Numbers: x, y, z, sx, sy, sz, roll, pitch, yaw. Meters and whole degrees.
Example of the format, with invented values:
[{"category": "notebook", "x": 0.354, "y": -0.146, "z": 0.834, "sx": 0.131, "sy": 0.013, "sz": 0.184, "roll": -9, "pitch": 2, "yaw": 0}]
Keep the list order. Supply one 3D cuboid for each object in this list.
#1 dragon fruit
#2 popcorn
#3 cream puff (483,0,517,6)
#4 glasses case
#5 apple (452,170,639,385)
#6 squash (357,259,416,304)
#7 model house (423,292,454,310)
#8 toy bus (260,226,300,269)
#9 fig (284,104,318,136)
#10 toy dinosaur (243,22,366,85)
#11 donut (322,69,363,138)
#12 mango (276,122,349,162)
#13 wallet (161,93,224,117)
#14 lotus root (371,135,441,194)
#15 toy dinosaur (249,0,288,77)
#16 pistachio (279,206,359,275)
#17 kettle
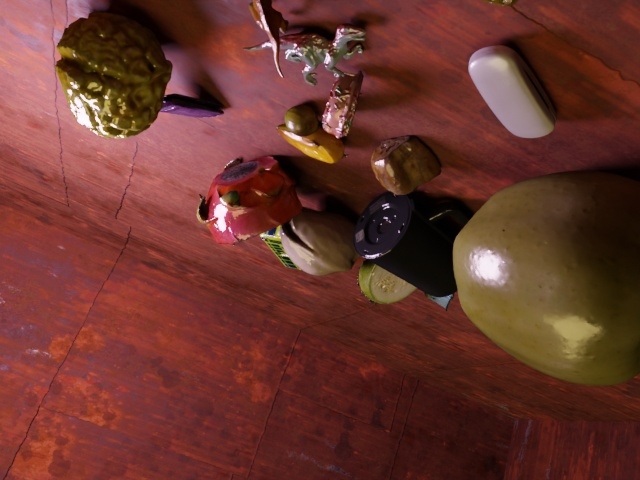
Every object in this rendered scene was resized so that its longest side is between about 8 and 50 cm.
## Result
[{"category": "dragon fruit", "x": -0.202, "y": -0.120, "z": 1.651, "sx": 0.291, "sy": 0.291, "sz": 0.189, "roll": -4, "pitch": 118, "yaw": 44}, {"category": "popcorn", "x": -0.459, "y": -0.362, "z": 1.311, "sx": 0.258, "sy": 0.224, "sz": 0.270, "roll": -21, "pitch": 100, "yaw": 52}, {"category": "cream puff", "x": 0.265, "y": -0.386, "z": 0.897, "sx": 0.083, "sy": 0.083, "sz": 0.058, "roll": 24, "pitch": 115, "yaw": 16}, {"category": "glasses case", "x": 0.353, "y": -0.266, "z": 1.093, "sx": 0.092, "sy": 0.059, "sz": 0.233, "roll": -3, "pitch": 150, "yaw": 46}, {"category": "apple", "x": 0.521, "y": 0.068, "z": 1.259, "sx": 0.474, "sy": 0.473, "sz": 0.473, "roll": 16, "pitch": 158, "yaw": 7}, {"category": "squash", "x": 0.246, "y": 0.096, "z": 1.864, "sx": 0.189, "sy": 0.189, "sz": 0.260, "roll": 26, "pitch": 159, "yaw": -15}, {"category": "model house", "x": 0.381, "y": 0.141, "z": 1.982, "sx": 0.149, "sy": 0.119, "sz": 0.148, "roll": 26, "pitch": 161, "yaw": 12}, {"category": "toy bus", "x": -0.094, "y": -0.005, "z": 1.986, "sx": 0.150, "sy": 0.128, "sz": 0.262, "roll": 10, "pitch": 157, "yaw": 23}, {"category": "fig", "x": -0.049, "y": -0.280, "z": 1.384, "sx": 0.088, "sy": 0.074, "sz": 0.074, "roll": 31, "pitch": 168, "yaw": 36}, {"category": "toy dinosaur", "x": -0.036, "y": -0.377, "z": 1.161, "sx": 0.242, "sy": 0.053, "sz": 0.167, "roll": 17, "pitch": 157, "yaw": 5}, {"category": "donut", "x": 0.042, "y": -0.274, "z": 1.259, "sx": 0.065, "sy": 0.117, "sz": 0.166, "roll": 15, "pitch": 158, "yaw": -1}, {"category": "mango", "x": -0.019, "y": -0.241, "z": 1.454, "sx": 0.188, "sy": 0.066, "sz": 0.101, "roll": 21, "pitch": 167, "yaw": 9}, {"category": "wallet", "x": -0.334, "y": -0.325, "z": 1.470, "sx": 0.111, "sy": 0.030, "sz": 0.166, "roll": -4, "pitch": 176, "yaw": 43}, {"category": "lotus root", "x": 0.187, "y": -0.174, "z": 1.412, "sx": 0.160, "sy": 0.095, "sz": 0.135, "roll": -3, "pitch": 146, "yaw": 32}, {"category": "toy dinosaur", "x": -0.091, "y": -0.400, "z": 1.067, "sx": 0.142, "sy": 0.057, "sz": 0.212, "roll": -97, "pitch": -18, "yaw": -75}, {"category": "pistachio", "x": 0.000, "y": 0.000, "z": 1.800, "sx": 0.208, "sy": 0.226, "sz": 0.332, "roll": -37, "pitch": 154, "yaw": 24}, {"category": "kettle", "x": 0.284, "y": -0.003, "z": 1.659, "sx": 0.308, "sy": 0.262, "sz": 0.203, "roll": 31, "pitch": -171, "yaw": -33}]
